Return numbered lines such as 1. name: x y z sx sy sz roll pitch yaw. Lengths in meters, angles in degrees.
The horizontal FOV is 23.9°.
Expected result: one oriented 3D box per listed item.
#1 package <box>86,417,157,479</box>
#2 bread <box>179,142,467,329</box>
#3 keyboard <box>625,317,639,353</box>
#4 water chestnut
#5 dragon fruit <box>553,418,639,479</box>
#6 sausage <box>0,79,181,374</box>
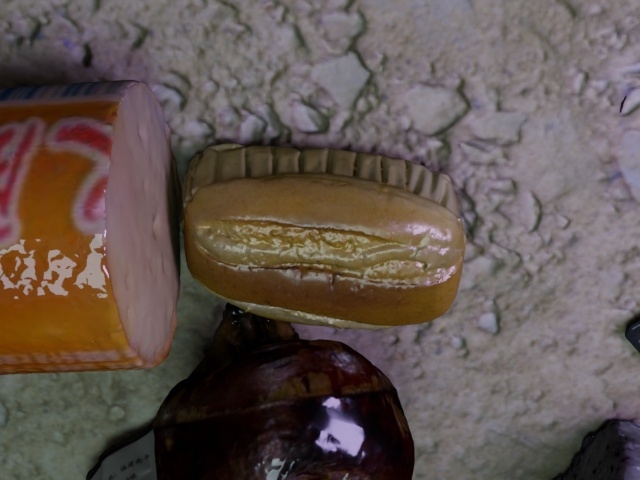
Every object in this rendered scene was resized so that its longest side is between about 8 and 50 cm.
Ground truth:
1. package: -0.180 0.314 1.402 0.062 0.204 0.251 8 127 -29
2. bread: 0.000 0.000 1.240 0.236 0.106 0.140 6 125 1
3. keyboard: 0.422 0.183 1.375 0.103 0.041 0.381 -34 108 23
4. water chestnut: -0.029 0.160 1.291 0.224 0.238 0.223 -10 163 -3
5. dragon fruit: 0.282 0.339 1.382 0.221 0.204 0.283 27 121 -14
6. sausage: -0.268 -0.007 1.183 0.287 0.233 0.233 -2 123 5
